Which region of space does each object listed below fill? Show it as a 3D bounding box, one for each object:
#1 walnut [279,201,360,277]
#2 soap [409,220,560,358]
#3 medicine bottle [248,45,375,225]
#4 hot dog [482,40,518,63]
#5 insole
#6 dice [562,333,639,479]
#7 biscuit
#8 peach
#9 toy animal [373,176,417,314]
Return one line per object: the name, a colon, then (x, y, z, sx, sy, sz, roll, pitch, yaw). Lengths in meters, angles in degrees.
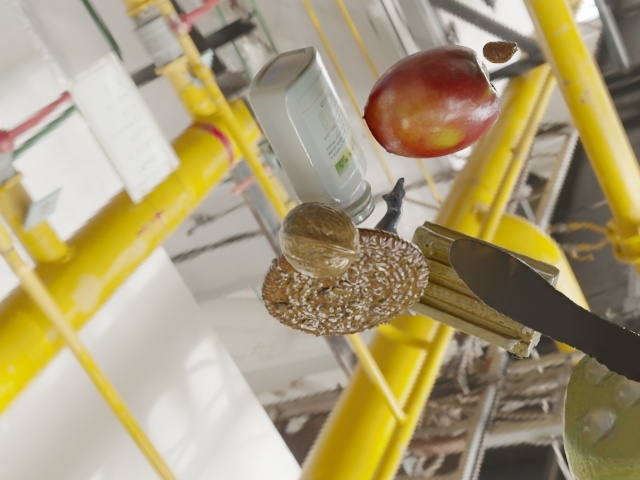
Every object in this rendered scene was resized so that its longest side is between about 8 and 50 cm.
walnut: (0.000, 0.000, 1.347, 0.124, 0.105, 0.105, 13, -137, 37)
soap: (0.288, 0.088, 1.840, 0.274, 0.174, 0.089, 22, -155, 20)
medicine bottle: (-0.006, -0.172, 1.782, 0.124, 0.324, 0.179, -8, -143, 29)
hot dog: (0.414, -0.436, 2.273, 0.083, 0.035, 0.058, 9, -120, 36)
insole: (0.242, 0.074, 1.040, 0.253, 0.086, 0.005, 32, -131, 20)
dice: (0.503, 0.285, 1.433, 0.233, 0.238, 0.227, -17, -138, 36)
biscuit: (0.044, 0.083, 1.730, 0.305, 0.305, 0.038, -23, -130, 16)
peach: (0.188, -0.232, 1.694, 0.226, 0.190, 0.196, -23, -159, 18)
toy animal: (0.146, 0.053, 2.335, 0.205, 0.367, 0.081, -26, -150, -37)
